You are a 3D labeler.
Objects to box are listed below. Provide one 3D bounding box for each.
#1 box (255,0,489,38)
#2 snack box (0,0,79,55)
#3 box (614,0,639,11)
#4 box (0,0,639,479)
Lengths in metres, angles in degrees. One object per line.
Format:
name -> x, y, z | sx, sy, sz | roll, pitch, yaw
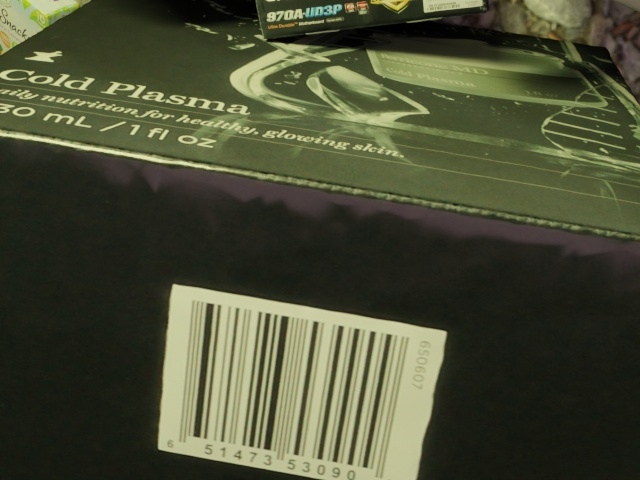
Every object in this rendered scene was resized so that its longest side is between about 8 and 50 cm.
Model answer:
box -> 0.046, -0.237, 0.848 | 0.175, 0.220, 0.051 | -4, 122, 9
snack box -> -0.269, -0.199, 0.919 | 0.141, 0.037, 0.100 | 39, 140, 26
box -> 0.236, -0.290, 0.727 | 0.058, 0.322, 0.232 | 36, 112, 32
box -> 0.000, 0.000, 0.820 | 0.479, 0.472, 0.298 | 9, 113, 2
